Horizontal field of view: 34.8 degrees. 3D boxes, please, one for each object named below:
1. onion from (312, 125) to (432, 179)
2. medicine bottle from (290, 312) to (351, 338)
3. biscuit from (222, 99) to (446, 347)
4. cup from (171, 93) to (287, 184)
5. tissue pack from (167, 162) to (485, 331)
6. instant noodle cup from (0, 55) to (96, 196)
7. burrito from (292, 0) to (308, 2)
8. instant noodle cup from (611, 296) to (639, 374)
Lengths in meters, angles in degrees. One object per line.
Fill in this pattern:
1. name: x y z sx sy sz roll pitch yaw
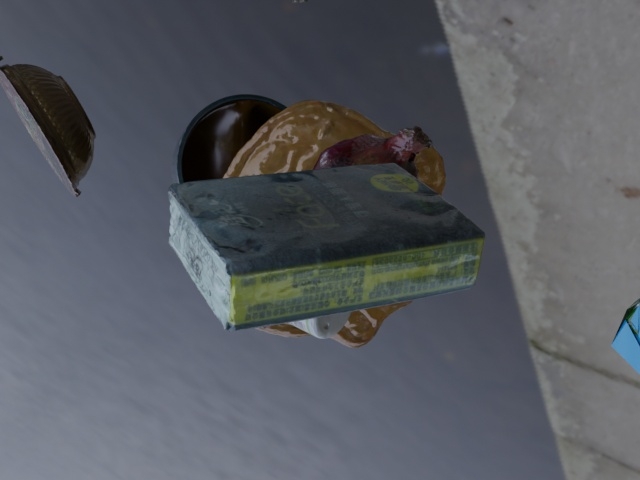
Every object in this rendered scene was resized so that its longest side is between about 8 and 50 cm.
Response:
1. onion: 0.068 -0.095 1.394 0.135 0.173 0.198 49 119 28
2. medicine bottle: -0.051 0.050 1.262 0.183 0.086 0.086 24 154 32
3. biscuit: 0.007 -0.021 1.635 0.365 0.385 0.062 18 -172 -2
4. cup: -0.137 -0.161 1.886 0.242 0.308 0.292 35 174 -11
5. tissue pack: 0.000 0.000 0.981 0.185 0.257 0.081 -135 43 -54
6. instant noodle cup: -0.460 -0.212 1.768 0.274 0.091 0.274 53 166 20
7. burrito: -0.028 -0.356 1.381 0.226 0.087 0.060 -95 -12 -79
8. instant noodle cup: 0.484 0.131 1.205 0.240 0.240 0.178 77 168 -57
